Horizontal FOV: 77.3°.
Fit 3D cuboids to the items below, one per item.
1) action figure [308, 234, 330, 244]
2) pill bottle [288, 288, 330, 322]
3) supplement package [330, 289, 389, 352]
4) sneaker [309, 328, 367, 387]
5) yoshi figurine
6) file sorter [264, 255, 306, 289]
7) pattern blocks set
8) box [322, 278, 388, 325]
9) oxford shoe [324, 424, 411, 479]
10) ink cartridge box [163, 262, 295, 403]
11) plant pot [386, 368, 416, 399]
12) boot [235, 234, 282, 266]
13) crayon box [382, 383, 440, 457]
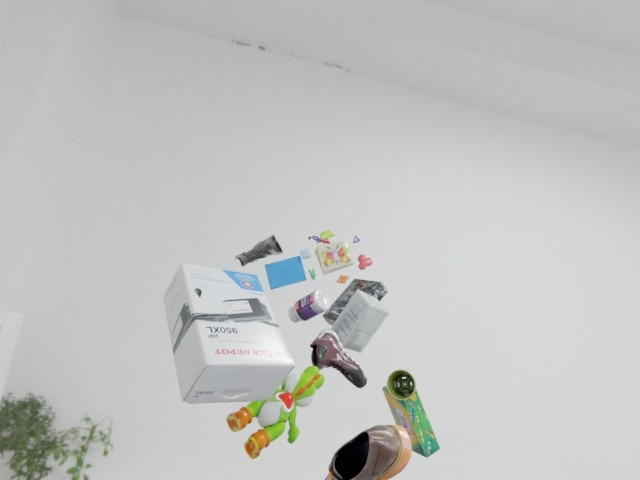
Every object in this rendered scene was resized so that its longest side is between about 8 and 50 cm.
[{"bbox_3d":[0.000,0.000,1.618,0.038,0.030,0.115,-9,13,-40],"label":"action figure"},{"bbox_3d":[-0.058,0.316,1.887,0.193,0.108,0.108,-33,-39,29],"label":"pill bottle"},{"bbox_3d":[0.180,0.379,1.873,0.139,0.244,0.134,26,13,-34],"label":"supplement package"},{"bbox_3d":[0.053,0.507,1.608,0.162,0.281,0.106,-28,-15,-48],"label":"sneaker"},{"bbox_3d":[-0.139,0.576,1.394,0.203,0.203,0.362,7,24,44],"label":"yoshi figurine"},{"bbox_3d":[-0.161,0.151,1.871,0.170,0.118,0.104,-15,-6,-4],"label":"file sorter"},{"bbox_3d":[0.076,0.081,2.034,0.325,0.285,0.026,-27,-9,-15],"label":"pattern blocks set"},{"bbox_3d":[0.186,0.346,2.193,0.242,0.307,0.076,-1,-50,57],"label":"box"},{"bbox_3d":[0.057,0.565,0.968,0.133,0.364,0.130,23,21,-29],"label":"oxford shoe"},{"bbox_3d":[-0.289,0.273,1.223,0.285,0.166,0.395,14,30,-39],"label":"ink cartridge box"},{"bbox_3d":[0.244,0.424,1.179,0.083,0.083,0.079,6,-16,23],"label":"plant pot"},{"bbox_3d":[-0.337,0.074,2.163,0.223,0.118,0.338,-28,1,-19],"label":"boot"},{"bbox_3d":[0.382,0.753,1.709,0.081,0.278,0.165,-20,-6,-22],"label":"crayon box"}]
